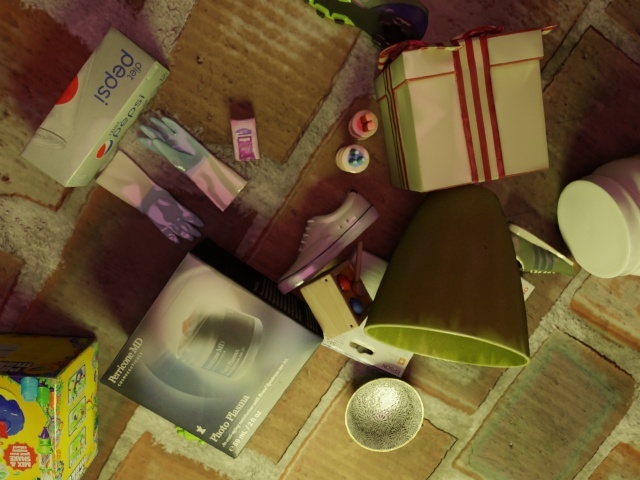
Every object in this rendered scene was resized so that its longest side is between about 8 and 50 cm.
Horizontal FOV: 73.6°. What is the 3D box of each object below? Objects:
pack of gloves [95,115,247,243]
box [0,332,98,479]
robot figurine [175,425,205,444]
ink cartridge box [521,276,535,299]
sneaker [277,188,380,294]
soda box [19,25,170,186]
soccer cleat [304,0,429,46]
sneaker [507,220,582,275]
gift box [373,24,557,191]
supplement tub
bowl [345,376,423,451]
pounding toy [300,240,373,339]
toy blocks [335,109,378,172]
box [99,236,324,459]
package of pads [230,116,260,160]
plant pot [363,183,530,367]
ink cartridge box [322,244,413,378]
[{"bbox_3d":[-0.298,-0.116,0.846,0.232,0.046,0.195,40,94,-9],"label":"pack of gloves"},{"bbox_3d":[-0.619,0.344,0.836,0.290,0.177,0.278,4,101,-5],"label":"box"},{"bbox_3d":[-0.251,0.396,0.926,0.115,0.067,0.101,2,128,-4],"label":"robot figurine"},{"bbox_3d":[0.362,0.097,0.921,0.151,0.063,0.109,32,96,-8],"label":"ink cartridge box"},{"bbox_3d":[0.000,0.000,0.867,0.258,0.094,0.091,-42,88,-11],"label":"sneaker"},{"bbox_3d":[-0.412,-0.239,0.792,0.098,0.091,0.286,39,95,-9],"label":"soda box"},{"bbox_3d":[0.073,-0.464,0.805,0.289,0.093,0.121,31,66,-4],"label":"soccer cleat"},{"bbox_3d":[0.458,0.040,0.923,0.192,0.064,0.086,31,104,-8],"label":"sneaker"},{"bbox_3d":[0.250,-0.235,0.755,0.256,0.276,0.257,-12,99,-7],"label":"gift box"},{"bbox_3d":[0.674,-0.065,0.828,0.325,0.235,0.235,-16,101,-1],"label":"supplement tub"},{"bbox_3d":[0.133,0.363,0.942,0.170,0.080,0.169,-1,101,-4],"label":"bowl"},{"bbox_3d":[0.048,0.092,0.827,0.100,0.141,0.130,-29,90,27],"label":"pounding toy"},{"bbox_3d":[0.074,-0.188,0.808,0.054,0.148,0.123,20,98,-8],"label":"toy blocks"},{"bbox_3d":[-0.199,0.202,0.840,0.294,0.183,0.296,34,95,-8],"label":"box"},{"bbox_3d":[-0.149,-0.201,0.848,0.050,0.032,0.083,-5,100,-1],"label":"package of pads"},{"bbox_3d":[0.242,0.052,0.786,0.275,0.275,0.293,16,70,-7],"label":"plant pot"},{"bbox_3d":[0.124,0.155,0.922,0.224,0.045,0.223,26,97,-7],"label":"ink cartridge box"}]
